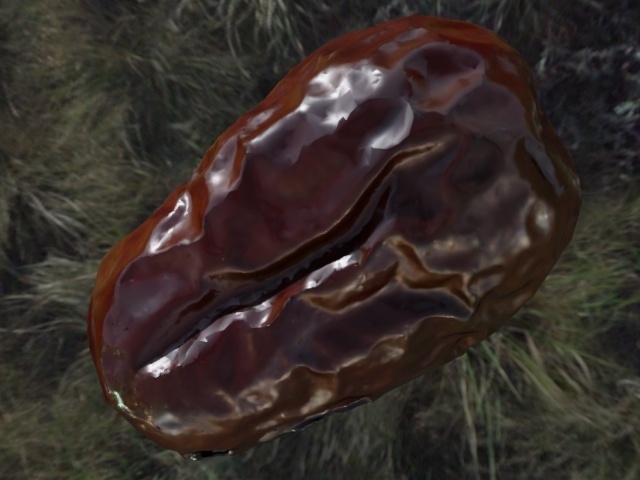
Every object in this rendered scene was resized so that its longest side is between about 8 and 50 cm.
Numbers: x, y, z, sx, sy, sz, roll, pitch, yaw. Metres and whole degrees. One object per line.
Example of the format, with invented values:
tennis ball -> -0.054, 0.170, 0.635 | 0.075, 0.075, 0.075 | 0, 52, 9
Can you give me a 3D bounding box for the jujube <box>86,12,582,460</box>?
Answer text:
jujube -> 0.000, 0.000, 0.568 | 0.342, 0.216, 0.216 | -37, 84, 3
